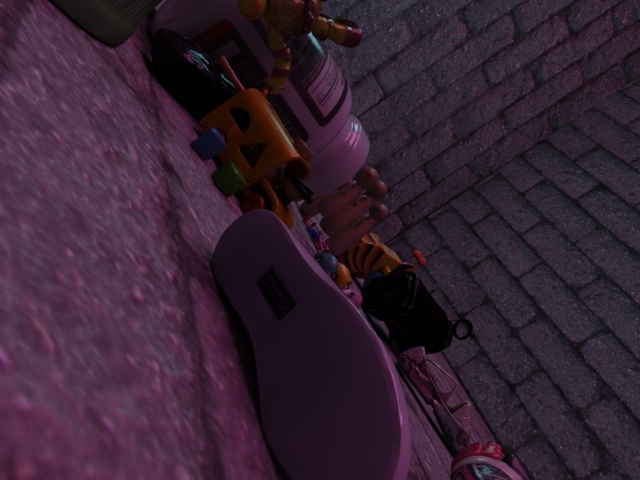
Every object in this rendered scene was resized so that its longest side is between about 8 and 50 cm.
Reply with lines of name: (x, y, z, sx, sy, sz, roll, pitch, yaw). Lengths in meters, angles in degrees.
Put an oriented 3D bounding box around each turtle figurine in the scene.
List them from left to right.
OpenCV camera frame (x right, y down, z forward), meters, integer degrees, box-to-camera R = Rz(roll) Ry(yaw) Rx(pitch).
turtle figurine: (-0.031, -0.322, 0.828, 0.087, 0.217, 0.270, 11, -69, 46)

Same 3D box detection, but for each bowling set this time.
bowling set: (0.027, -0.113, 1.252, 0.200, 0.154, 0.287, 50, -9, 15)

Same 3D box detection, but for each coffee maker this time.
coffee maker: (0.193, 0.141, 1.273, 0.178, 0.171, 0.120, 48, 26, -43)

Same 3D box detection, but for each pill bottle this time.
pill bottle: (-0.078, -0.248, 1.006, 0.363, 0.210, 0.210, 52, 7, -37)

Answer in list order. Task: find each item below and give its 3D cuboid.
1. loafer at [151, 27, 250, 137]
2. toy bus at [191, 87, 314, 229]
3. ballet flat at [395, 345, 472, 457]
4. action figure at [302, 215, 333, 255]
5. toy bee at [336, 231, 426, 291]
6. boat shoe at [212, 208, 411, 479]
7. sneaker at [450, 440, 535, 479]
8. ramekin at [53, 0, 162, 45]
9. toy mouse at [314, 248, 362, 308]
loafer: (-0.144, -0.200, 0.851, 0.223, 0.076, 0.078, 41, 25, -56)
toy bus: (-0.062, -0.093, 0.799, 0.202, 0.104, 0.191, 52, 7, -29)
ballet flat: (0.224, 0.291, 1.152, 0.222, 0.079, 0.077, 58, 5, 13)
action figure: (0.000, 0.000, 1.180, 0.038, 0.030, 0.115, 57, 5, -48)
toy bee: (0.152, 0.054, 1.474, 0.195, 0.162, 0.298, 57, 6, 26)
boat shoe: (0.001, 0.074, 0.446, 0.084, 0.095, 0.258, 45, 13, -43)
sneaker: (0.235, 0.375, 0.693, 0.299, 0.121, 0.112, 51, 23, 3)
ramekin: (-0.238, -0.360, 0.608, 0.303, 0.148, 0.303, 55, 6, -9)
toy mouse: (0.032, 0.065, 1.056, 0.161, 0.031, 0.143, 58, 6, 14)
